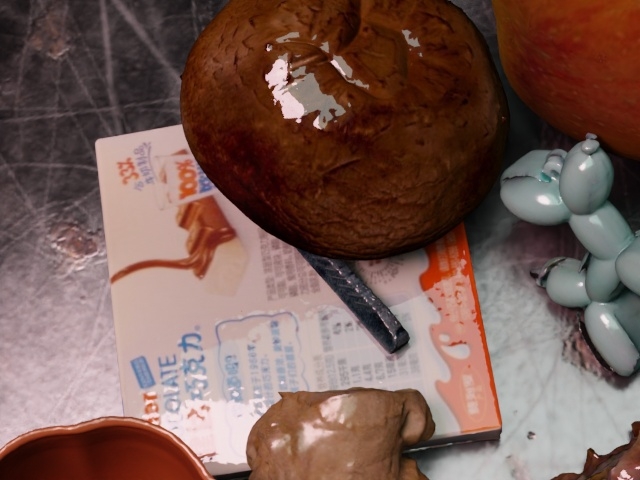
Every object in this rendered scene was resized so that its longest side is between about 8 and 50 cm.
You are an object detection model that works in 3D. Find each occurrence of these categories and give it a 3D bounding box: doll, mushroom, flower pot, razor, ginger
[{"bbox_3d":[0.189,0.001,0.993,0.158,0.159,0.059,38,57,21],"label":"doll"},{"bbox_3d":[0.023,-0.093,0.988,0.231,0.138,0.194,-1,56,-13],"label":"mushroom"},{"bbox_3d":[-0.138,0.222,0.936,0.191,0.173,0.190,1,70,-3],"label":"flower pot"},{"bbox_3d":[-0.002,0.003,1.030,0.066,0.033,0.190,-29,73,-35],"label":"razor"},{"bbox_3d":[0.013,0.197,0.970,0.137,0.074,0.213,6,96,-1],"label":"ginger"}]

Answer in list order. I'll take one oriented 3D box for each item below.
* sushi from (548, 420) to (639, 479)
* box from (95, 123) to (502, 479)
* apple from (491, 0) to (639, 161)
[{"bbox_3d":[0.216,0.198,0.886,0.270,0.236,0.171,-29,79,-7],"label":"sushi"},{"bbox_3d":[-0.021,0.032,1.061,0.265,0.048,0.273,-9,72,3],"label":"box"},{"bbox_3d":[0.255,-0.216,0.965,0.340,0.339,0.339,-2,71,6],"label":"apple"}]
